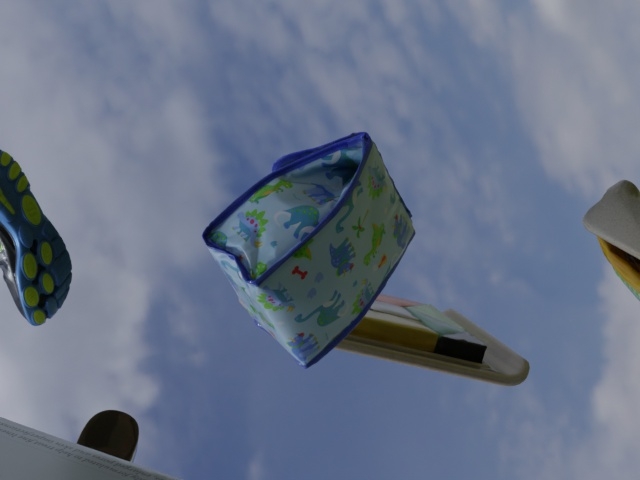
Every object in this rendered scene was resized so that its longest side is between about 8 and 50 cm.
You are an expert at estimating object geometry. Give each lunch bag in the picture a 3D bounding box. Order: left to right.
[{"bbox_3d":[0.000,0.000,1.325,0.096,0.151,0.129,43,169,38],"label":"lunch bag"}]

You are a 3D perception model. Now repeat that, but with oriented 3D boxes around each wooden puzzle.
[{"bbox_3d":[0.060,0.081,1.660,0.221,0.239,0.044,-143,63,-68],"label":"wooden puzzle"}]

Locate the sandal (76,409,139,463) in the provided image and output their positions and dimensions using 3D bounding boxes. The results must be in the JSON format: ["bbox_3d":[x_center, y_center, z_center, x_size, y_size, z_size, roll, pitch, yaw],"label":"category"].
[{"bbox_3d":[-0.249,0.285,1.736,0.240,0.088,0.079,-63,-12,-44],"label":"sandal"}]

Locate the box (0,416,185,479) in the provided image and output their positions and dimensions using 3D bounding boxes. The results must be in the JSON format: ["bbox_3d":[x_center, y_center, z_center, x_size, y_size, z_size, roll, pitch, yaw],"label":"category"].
[{"bbox_3d":[-0.190,0.219,1.084,0.182,0.181,0.119,-38,-40,-59],"label":"box"}]

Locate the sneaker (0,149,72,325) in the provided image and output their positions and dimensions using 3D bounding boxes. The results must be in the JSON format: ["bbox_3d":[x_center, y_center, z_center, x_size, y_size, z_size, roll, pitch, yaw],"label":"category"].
[{"bbox_3d":[-0.305,-0.005,1.670,0.067,0.078,0.188,-35,-69,-35],"label":"sneaker"}]

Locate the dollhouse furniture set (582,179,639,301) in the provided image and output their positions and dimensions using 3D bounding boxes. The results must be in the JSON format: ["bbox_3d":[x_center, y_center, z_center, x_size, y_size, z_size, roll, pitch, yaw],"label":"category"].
[{"bbox_3d":[0.265,0.113,1.013,0.197,0.151,0.301,44,174,-41],"label":"dollhouse furniture set"}]
